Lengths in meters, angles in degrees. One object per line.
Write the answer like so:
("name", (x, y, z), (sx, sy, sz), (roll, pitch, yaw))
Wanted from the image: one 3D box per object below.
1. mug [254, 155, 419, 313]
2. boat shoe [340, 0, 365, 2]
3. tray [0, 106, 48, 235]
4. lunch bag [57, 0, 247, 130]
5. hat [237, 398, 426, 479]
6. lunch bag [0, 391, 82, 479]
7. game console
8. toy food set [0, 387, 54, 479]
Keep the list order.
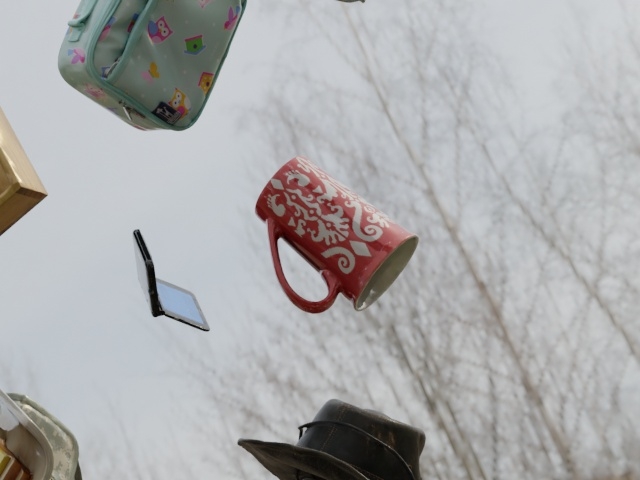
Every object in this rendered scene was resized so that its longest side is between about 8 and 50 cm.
("mug", (0.005, -0.008, 1.535), (0.150, 0.169, 0.113), (-31, -25, -49))
("boat shoe", (0.032, -0.275, 1.300), (0.118, 0.320, 0.103), (9, -74, -18))
("tray", (-0.586, -0.172, 2.021), (0.203, 0.411, 0.076), (-38, -23, 15))
("lunch bag", (-0.235, -0.299, 1.872), (0.108, 0.279, 0.224), (10, -18, 43))
("hat", (0.061, 0.282, 1.708), (0.331, 0.331, 0.134), (90, -156, -68))
("lunch bag", (-0.470, 0.406, 2.042), (0.169, 0.235, 0.287), (7, -45, 7))
("game console", (-0.186, 0.048, 1.655), (0.071, 0.122, 0.107), (-10, -67, -13))
("toy food set", (-0.402, 0.295, 1.392), (0.092, 0.306, 0.220), (34, -8, -25))
